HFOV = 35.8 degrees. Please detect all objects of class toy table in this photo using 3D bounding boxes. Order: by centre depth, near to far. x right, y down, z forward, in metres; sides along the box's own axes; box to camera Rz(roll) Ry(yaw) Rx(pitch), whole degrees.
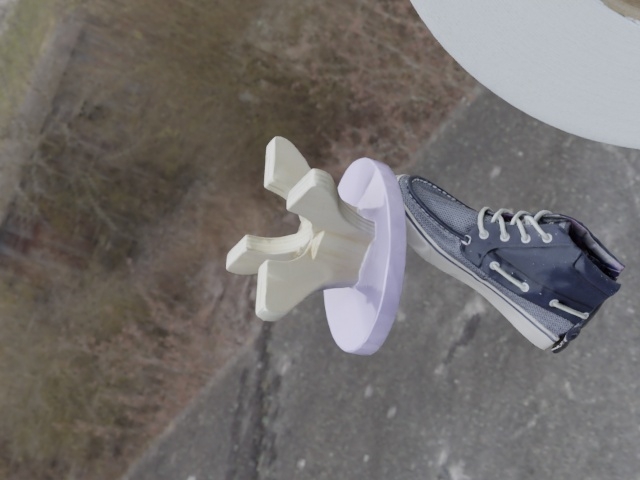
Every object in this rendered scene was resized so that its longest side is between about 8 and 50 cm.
[{"bbox_3d":[0.000,0.000,1.275,0.252,0.160,0.274,-51,33,42],"label":"toy table"}]

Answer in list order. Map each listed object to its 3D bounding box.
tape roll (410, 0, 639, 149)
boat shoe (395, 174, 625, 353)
[{"bbox_3d":[0.222,-0.219,0.537,0.392,0.392,0.072,-51,18,41],"label":"tape roll"},{"bbox_3d":[0.253,-0.007,1.347,0.158,0.340,0.127,-48,7,37],"label":"boat shoe"}]
